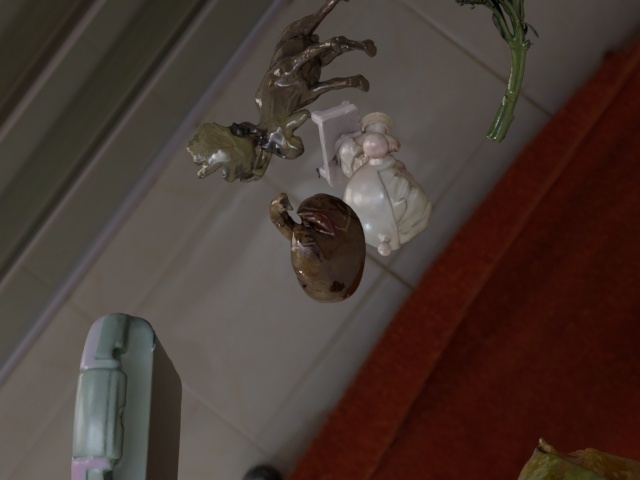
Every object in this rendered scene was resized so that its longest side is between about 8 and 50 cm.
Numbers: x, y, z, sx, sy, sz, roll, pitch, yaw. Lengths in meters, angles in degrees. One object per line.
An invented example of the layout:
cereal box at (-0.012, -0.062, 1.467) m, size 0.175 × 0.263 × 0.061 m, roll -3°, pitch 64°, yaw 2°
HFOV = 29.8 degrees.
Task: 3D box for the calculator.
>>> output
calculator at (-0.126, 0.137, 0.817) m, size 0.045 × 0.141 × 0.246 m, roll 1°, pitch 163°, yaw 0°

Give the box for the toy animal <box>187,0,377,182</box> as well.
toy animal at (-0.035, -0.147, 1.240) m, size 0.094 × 0.186 × 0.214 m, roll 50°, pitch -146°, yaw -29°

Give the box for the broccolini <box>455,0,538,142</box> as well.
broccolini at (0.225, -0.254, 1.567) m, size 0.123 × 0.271 × 0.062 m, roll -8°, pitch -158°, yaw -21°

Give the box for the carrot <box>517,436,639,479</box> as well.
carrot at (0.333, 0.382, 1.487) m, size 0.241 × 0.341 × 0.241 m, roll 32°, pitch 159°, yaw 14°

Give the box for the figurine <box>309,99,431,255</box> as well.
figurine at (0.077, -0.087, 1.760) m, size 0.144 × 0.182 × 0.257 m, roll -3°, pitch -141°, yaw -23°

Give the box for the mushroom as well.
mushroom at (0.001, -0.001, 1.496) m, size 0.170 × 0.080 × 0.135 m, roll 43°, pitch -137°, yaw -30°
